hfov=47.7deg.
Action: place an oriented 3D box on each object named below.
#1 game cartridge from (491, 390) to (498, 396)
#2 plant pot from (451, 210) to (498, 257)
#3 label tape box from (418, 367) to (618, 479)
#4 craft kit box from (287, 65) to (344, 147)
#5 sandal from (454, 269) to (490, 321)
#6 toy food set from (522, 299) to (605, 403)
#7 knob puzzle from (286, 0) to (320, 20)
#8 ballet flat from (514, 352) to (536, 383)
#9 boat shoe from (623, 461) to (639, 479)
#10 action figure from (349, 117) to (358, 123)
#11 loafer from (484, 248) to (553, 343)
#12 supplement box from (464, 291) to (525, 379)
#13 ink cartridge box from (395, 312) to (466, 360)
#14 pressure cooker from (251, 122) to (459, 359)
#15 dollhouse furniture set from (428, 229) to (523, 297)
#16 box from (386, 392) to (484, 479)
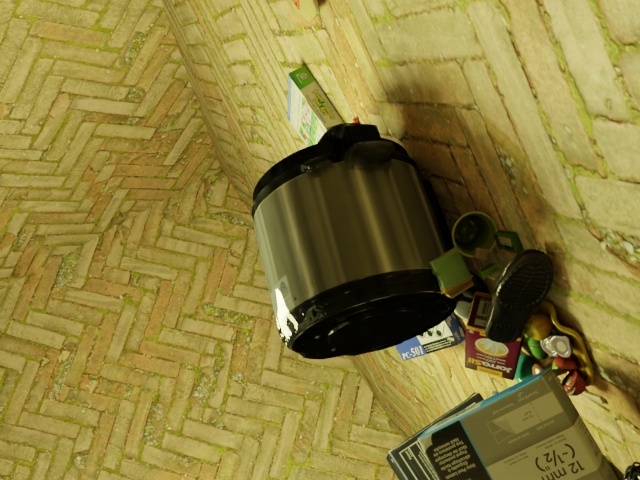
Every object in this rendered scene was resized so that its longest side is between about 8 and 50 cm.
[{"bbox_3d":[0.452,0.410,1.774,0.083,0.017,0.056,42,156,58],"label":"game cartridge"},{"bbox_3d":[0.273,-0.016,1.328,0.083,0.083,0.079,61,180,-8],"label":"plant pot"},{"bbox_3d":[0.361,0.427,1.213,0.348,0.249,0.115,63,-159,15],"label":"label tape box"},{"bbox_3d":[-0.002,-0.289,1.880,0.247,0.060,0.250,60,169,12],"label":"craft kit box"},{"bbox_3d":[0.264,0.077,1.530,0.254,0.054,0.097,53,132,34],"label":"sandal"},{"bbox_3d":[0.414,0.213,1.283,0.218,0.071,0.128,63,169,-18],"label":"toy food set"},{"bbox_3d":[-0.048,-0.540,1.492,0.213,0.030,0.213,56,168,19],"label":"knob puzzle"},{"bbox_3d":[0.412,0.258,1.501,0.052,0.057,0.168,34,-174,-28],"label":"ballet flat"},{"bbox_3d":[0.547,0.414,1.223,0.076,0.080,0.229,49,172,38],"label":"boat shoe"},{"bbox_3d":[0.083,-0.241,1.692,0.038,0.030,0.115,45,158,34],"label":"action figure"},{"bbox_3d":[0.330,0.085,1.240,0.220,0.080,0.078,105,178,-46],"label":"loafer"},{"bbox_3d":[0.340,0.188,1.409,0.104,0.081,0.188,12,149,18],"label":"supplement box"},{"bbox_3d":[0.265,0.234,1.830,0.207,0.046,0.097,-29,91,50],"label":"ink cartridge box"},{"bbox_3d":[0.054,-0.013,1.448,0.375,0.369,0.421,29,-140,-57],"label":"pressure cooker"},{"bbox_3d":[0.272,0.039,1.253,0.076,0.151,0.058,63,170,-14],"label":"dollhouse furniture set"},{"bbox_3d":[0.375,0.620,1.936,0.296,0.294,0.183,56,168,20],"label":"box"}]
